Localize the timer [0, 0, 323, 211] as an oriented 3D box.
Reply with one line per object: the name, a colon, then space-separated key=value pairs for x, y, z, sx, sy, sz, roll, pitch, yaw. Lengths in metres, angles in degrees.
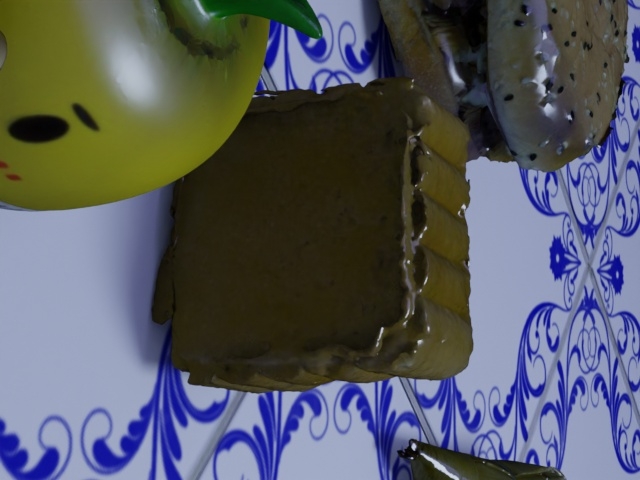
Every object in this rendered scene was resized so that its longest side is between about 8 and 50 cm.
timer: x=-0.114 y=-0.150 z=0.769 sx=0.285 sy=0.285 sz=0.285 roll=6 pitch=83 yaw=-59

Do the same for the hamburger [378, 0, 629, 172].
hamburger: x=0.189 y=-0.240 z=1.367 sx=0.277 sy=0.195 sz=0.318 roll=65 pitch=35 yaw=-36

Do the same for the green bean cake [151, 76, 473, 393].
green bean cake: x=0.000 y=0.000 z=1.002 sx=0.131 sy=0.224 sz=0.229 roll=26 pitch=63 yaw=-56

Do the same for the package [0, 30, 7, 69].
package: x=-0.316 y=-0.137 z=0.532 sx=0.165 sy=0.221 sz=0.311 roll=-56 pitch=138 yaw=-15

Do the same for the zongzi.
zongzi: x=0.145 y=0.323 z=1.343 sx=0.256 sy=0.115 sz=0.228 roll=25 pitch=71 yaw=-50
